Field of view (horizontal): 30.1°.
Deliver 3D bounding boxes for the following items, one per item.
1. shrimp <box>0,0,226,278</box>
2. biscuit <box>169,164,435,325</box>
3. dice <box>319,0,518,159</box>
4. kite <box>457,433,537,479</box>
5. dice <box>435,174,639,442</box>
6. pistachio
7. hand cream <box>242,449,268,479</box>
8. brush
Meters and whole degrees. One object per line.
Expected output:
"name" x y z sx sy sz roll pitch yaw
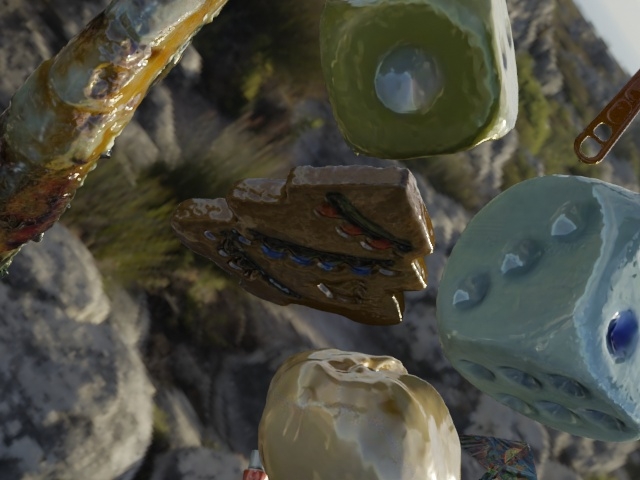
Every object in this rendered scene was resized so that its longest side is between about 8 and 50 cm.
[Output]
"shrimp" -0.160 -0.087 0.833 0.071 0.365 0.233 43 39 -5
"biscuit" 0.000 0.001 1.182 0.278 0.301 0.043 23 60 -15
"dice" 0.140 -0.254 1.650 0.233 0.238 0.227 -65 144 -63
"kite" 0.260 0.330 1.732 0.183 0.010 0.160 38 43 24
"dice" 0.332 0.090 1.548 0.264 0.268 0.262 41 69 -34
"pistachio" 0.052 0.264 1.540 0.321 0.238 0.229 47 -2 -37
"hand cream" -0.103 0.402 1.698 0.052 0.038 0.216 44 44 -48
"brush" 0.420 -0.206 1.533 0.090 0.314 0.017 41 -21 4
